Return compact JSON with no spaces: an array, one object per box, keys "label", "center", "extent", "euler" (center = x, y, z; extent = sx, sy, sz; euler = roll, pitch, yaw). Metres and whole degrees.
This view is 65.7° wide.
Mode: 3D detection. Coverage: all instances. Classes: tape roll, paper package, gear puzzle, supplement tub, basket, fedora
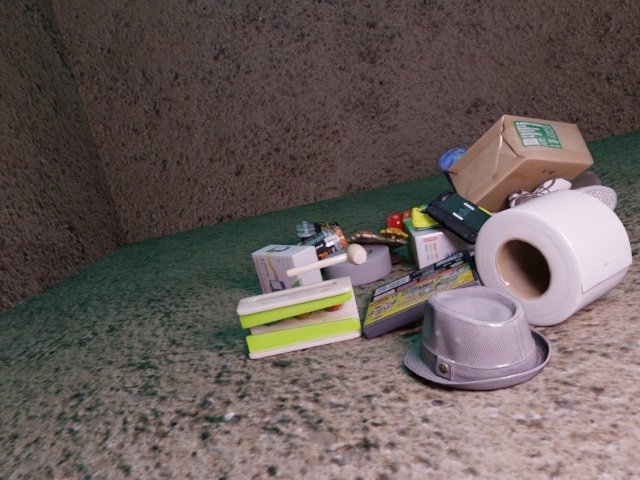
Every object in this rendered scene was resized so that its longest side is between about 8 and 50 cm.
[{"label":"tape roll","center":[0.118,0.078,1.596],"extent":[0.219,0.072,0.219],"euler":[-13,12,3]},{"label":"tape roll","center":[0.468,0.032,1.019],"extent":[0.169,0.245,0.246],"euler":[-19,13,-28]},{"label":"paper package","center":[0.633,-0.234,1.584],"extent":[0.325,0.168,0.309],"euler":[-2,-29,-27]},{"label":"gear puzzle","center":[0.197,-0.014,1.638],"extent":[0.176,0.044,0.339],"euler":[10,-8,-6]},{"label":"supplement tub","center":[-0.005,0.035,1.729],"extent":[0.191,0.116,0.117],"euler":[-29,14,-5]},{"label":"basket","center":[0.865,-0.172,1.768],"extent":[0.227,0.154,0.204],"euler":[-11,38,-16]},{"label":"fedora","center":[0.275,0.162,0.915],"extent":[0.244,0.124,0.275],"euler":[-17,13,-21]}]

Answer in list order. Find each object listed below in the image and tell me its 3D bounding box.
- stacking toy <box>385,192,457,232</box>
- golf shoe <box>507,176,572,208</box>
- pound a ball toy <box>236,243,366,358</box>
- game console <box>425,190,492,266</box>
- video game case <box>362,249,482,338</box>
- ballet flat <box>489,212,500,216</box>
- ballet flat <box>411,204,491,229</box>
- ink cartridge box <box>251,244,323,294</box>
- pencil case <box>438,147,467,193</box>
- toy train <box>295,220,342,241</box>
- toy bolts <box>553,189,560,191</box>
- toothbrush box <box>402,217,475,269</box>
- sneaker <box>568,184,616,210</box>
[{"label":"stacking toy","center":[0.411,-0.091,1.949],"extent":[0.331,0.141,0.141],"euler":[-10,11,35]},{"label":"golf shoe","center":[0.682,-0.125,1.517],"extent":[0.198,0.077,0.093],"euler":[-22,44,8]},{"label":"pound a ball toy","center":[-0.034,0.133,1.176],"extent":[0.320,0.208,0.135],"euler":[-13,12,2]},{"label":"game console","center":[0.447,-0.034,1.335],"extent":[0.213,0.044,0.361],"euler":[-35,48,-14]},{"label":"video game case","center":[0.240,0.122,1.186],"extent":[0.275,0.035,0.248],"euler":[-26,8,16]},{"label":"ballet flat","center":[0.602,-0.109,1.764],"extent":[0.123,0.123,0.348],"euler":[-6,20,29]},{"label":"ballet flat","center":[0.382,-0.084,1.467],"extent":[0.231,0.077,0.077],"euler":[-8,13,17]},{"label":"ink cartridge box","center":[-0.102,0.099,1.532],"extent":[0.093,0.154,0.213],"euler":[-25,18,-38]},{"label":"pencil case","center":[0.575,-0.212,1.932],"extent":[0.119,0.306,0.133],"euler":[-34,30,7]},{"label":"toy train","center":[0.000,0.000,1.952],"extent":[0.191,0.142,0.334],"euler":[-4,12,-4]},{"label":"toy bolts","center":[0.689,-0.015,1.390],"extent":[0.218,0.159,0.228],"euler":[-52,3,30]},{"label":"toothbrush box","center":[0.389,-0.007,1.582],"extent":[0.207,0.122,0.283],"euler":[-12,14,5]},{"label":"sneaker","center":[0.781,-0.105,1.597],"extent":[0.321,0.126,0.127],"euler":[-17,18,-9]}]
